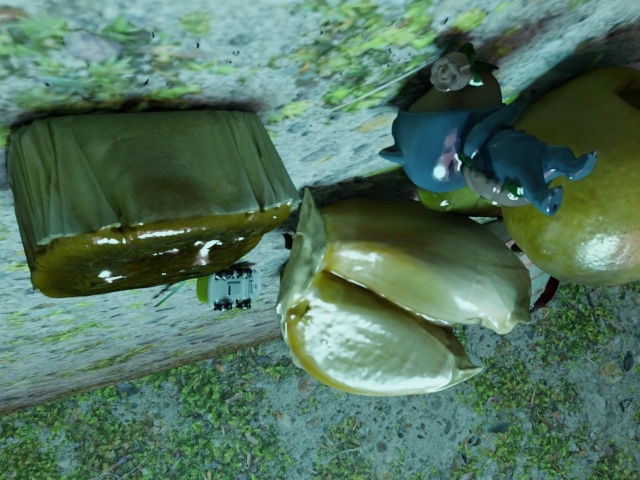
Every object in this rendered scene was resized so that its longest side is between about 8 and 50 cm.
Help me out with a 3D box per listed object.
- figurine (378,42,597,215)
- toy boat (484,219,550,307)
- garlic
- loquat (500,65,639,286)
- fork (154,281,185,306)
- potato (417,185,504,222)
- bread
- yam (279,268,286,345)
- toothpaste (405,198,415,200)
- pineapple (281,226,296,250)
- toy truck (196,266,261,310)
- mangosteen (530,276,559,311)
[{"bbox_3d":[0.142,-0.098,0.474,0.114,0.178,0.145,-28,133,-29],"label":"figurine"},{"bbox_3d":[0.470,0.065,1.276,0.206,0.096,0.282,-26,124,12],"label":"toy boat"},{"bbox_3d":[0.097,0.070,0.741,0.312,0.286,0.249,16,167,-8],"label":"garlic"},{"bbox_3d":[0.296,-0.062,0.586,0.193,0.239,0.238,-9,165,-14],"label":"loquat"},{"bbox_3d":[-0.245,0.076,0.934,0.039,0.021,0.235,0,161,-38],"label":"fork"},{"bbox_3d":[0.202,-0.076,0.715,0.188,0.085,0.105,-8,125,-34],"label":"potato"},{"bbox_3d":[-0.144,-0.020,0.472,0.209,0.110,0.192,-8,166,-31],"label":"bread"},{"bbox_3d":[0.043,0.099,1.068,0.267,0.161,0.161,-13,166,-13],"label":"yam"},{"bbox_3d":[0.109,-0.016,0.941,0.062,0.039,0.239,-14,168,-17],"label":"toothpaste"},{"bbox_3d":[0.000,0.000,0.837,0.124,0.058,0.058,-11,166,-19],"label":"pineapple"},{"bbox_3d":[-0.161,0.081,0.959,0.111,0.076,0.076,1,-178,-45],"label":"toy truck"},{"bbox_3d":[0.511,0.067,1.436,0.228,0.228,0.266,-15,131,-6],"label":"mangosteen"}]
